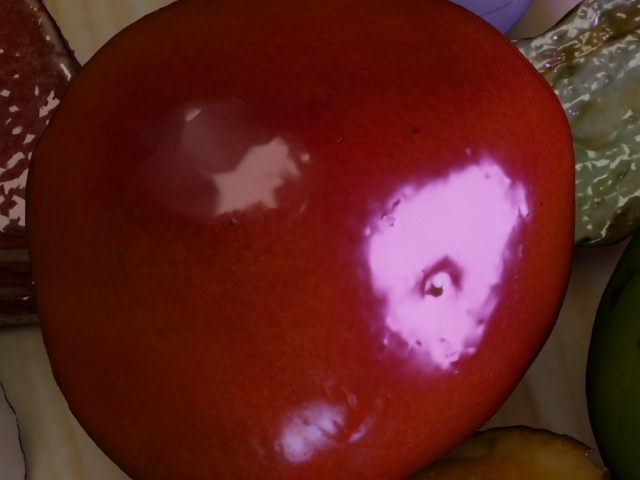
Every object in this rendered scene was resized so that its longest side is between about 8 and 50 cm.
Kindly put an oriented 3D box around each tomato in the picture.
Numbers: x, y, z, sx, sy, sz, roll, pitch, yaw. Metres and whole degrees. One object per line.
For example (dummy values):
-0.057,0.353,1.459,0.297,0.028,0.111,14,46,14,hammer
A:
0.000,0.004,0.757,0.260,0.180,0.260,-6,103,-27,tomato

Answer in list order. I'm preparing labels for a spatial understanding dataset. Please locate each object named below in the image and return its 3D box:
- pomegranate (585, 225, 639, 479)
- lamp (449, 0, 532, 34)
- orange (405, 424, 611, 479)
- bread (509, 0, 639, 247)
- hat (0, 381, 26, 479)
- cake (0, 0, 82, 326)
0.268,0.079,0.790,0.302,0.236,0.236,30,70,-20,pomegranate
0.060,-0.192,0.922,0.244,0.198,0.198,-22,67,-22,lamp
0.042,0.204,0.713,0.274,0.274,0.310,-28,56,-7,orange
0.127,-0.046,0.904,0.232,0.088,0.128,-32,61,0,bread
-0.277,0.129,0.832,0.275,0.161,0.232,-2,93,-20,hat
-0.206,0.010,0.867,0.262,0.158,0.159,-38,69,-8,cake
